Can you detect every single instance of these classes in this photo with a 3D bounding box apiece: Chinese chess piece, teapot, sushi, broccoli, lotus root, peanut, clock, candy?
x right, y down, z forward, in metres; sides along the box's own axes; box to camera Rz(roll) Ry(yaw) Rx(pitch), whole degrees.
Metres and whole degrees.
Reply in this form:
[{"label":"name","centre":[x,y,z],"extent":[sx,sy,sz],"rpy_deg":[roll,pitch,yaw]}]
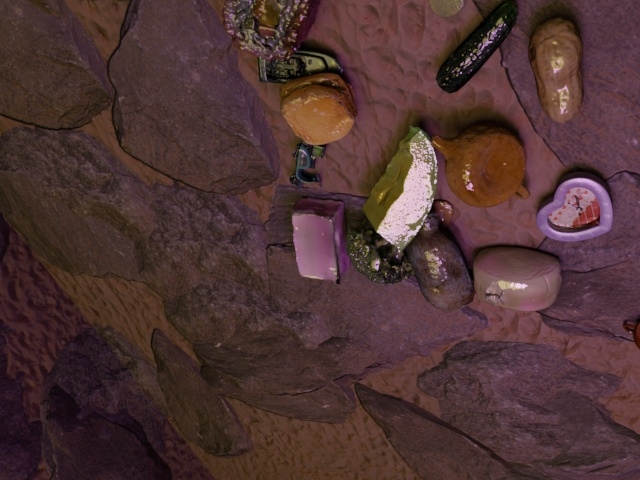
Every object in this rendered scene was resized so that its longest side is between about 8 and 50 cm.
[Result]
[{"label":"Chinese chess piece","centre":[0.289,-0.551,1.317],"extent":[0.084,0.034,0.084],"rpy_deg":[15,133,17]},{"label":"teapot","centre":[0.928,0.271,1.605],"extent":[0.173,0.116,0.116],"rpy_deg":[21,138,47]},{"label":"sushi","centre":[-0.115,-0.588,1.399],"extent":[0.237,0.171,0.270],"rpy_deg":[29,131,4]},{"label":"teapot","centre":[0.406,-0.187,1.470],"extent":[0.311,0.167,0.203],"rpy_deg":[26,93,-26]},{"label":"broccoli","centre":[0.181,0.038,1.729],"extent":[0.226,0.198,0.176],"rpy_deg":[8,119,0]},{"label":"lotus root","centre":[0.342,0.074,1.680],"extent":[0.175,0.175,0.349],"rpy_deg":[-10,125,32]},{"label":"peanut","centre":[0.525,-0.370,1.282],"extent":[0.110,0.120,0.236],"rpy_deg":[-21,114,-6]},{"label":"clock","centre":[0.662,-0.081,1.478],"extent":[0.172,0.064,0.198],"rpy_deg":[27,133,5]},{"label":"candy","centre":[0.000,0.000,1.838],"extent":[0.156,0.116,0.265],"rpy_deg":[8,129,22]}]

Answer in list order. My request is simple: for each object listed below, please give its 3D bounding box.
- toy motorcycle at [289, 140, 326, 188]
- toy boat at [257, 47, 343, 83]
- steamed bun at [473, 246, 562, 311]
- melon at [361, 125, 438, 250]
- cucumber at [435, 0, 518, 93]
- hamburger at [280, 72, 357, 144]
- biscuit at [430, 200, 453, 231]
[{"label":"toy motorcycle","centre":[-0.038,-0.222,1.724],"extent":[0.100,0.058,0.173],"rpy_deg":[17,129,7]},{"label":"toy boat","centre":[-0.059,-0.456,1.521],"extent":[0.246,0.103,0.093],"rpy_deg":[8,121,16]},{"label":"steamed bun","centre":[0.550,0.122,1.635],"extent":[0.239,0.152,0.170],"rpy_deg":[8,129,24]},{"label":"melon","centre":[0.232,-0.154,1.566],"extent":[0.196,0.124,0.323],"rpy_deg":[54,130,40]},{"label":"cucumber","centre":[0.365,-0.446,1.335],"extent":[0.074,0.074,0.241],"rpy_deg":[39,131,-6]},{"label":"hamburger","centre":[-0.005,-0.345,1.529],"extent":[0.214,0.108,0.213],"rpy_deg":[3,156,1]},{"label":"biscuit","centre":[0.342,-0.056,1.689],"extent":[0.071,0.018,0.147],"rpy_deg":[18,131,9]}]
